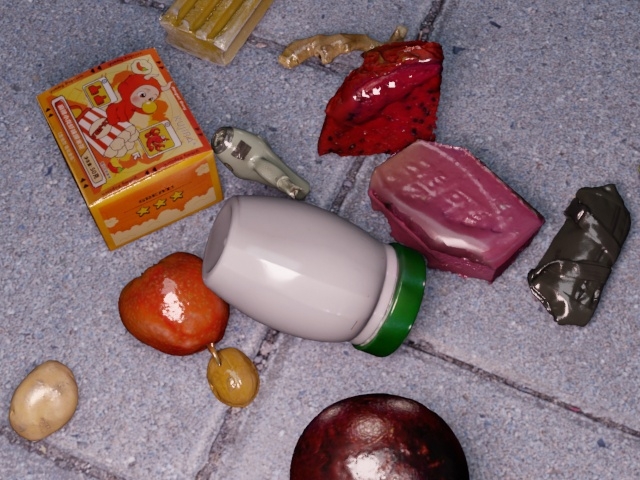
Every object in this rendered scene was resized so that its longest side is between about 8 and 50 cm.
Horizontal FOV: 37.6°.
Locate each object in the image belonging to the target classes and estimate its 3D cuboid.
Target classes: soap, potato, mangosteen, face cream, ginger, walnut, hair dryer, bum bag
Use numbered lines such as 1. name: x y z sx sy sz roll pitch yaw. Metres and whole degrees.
1. soap: -0.214 -0.531 2.090 0.173 0.089 0.274 25 66 14
2. potato: -0.490 0.286 1.674 0.112 0.112 0.147 24 70 12
3. mangosteen: 0.100 0.373 1.523 0.297 0.297 0.293 18 49 9
4. soap: 0.249 -0.064 1.829 0.220 0.127 0.325 -38 68 -19
5. face cream: -0.015 0.055 1.654 0.357 0.312 0.219 20 99 -16
6. ginger: 0.049 -0.420 2.040 0.288 0.075 0.089 -6 40 3
7. walnut: -0.160 0.245 1.717 0.091 0.052 0.121 -26 68 -15
8. hair dryer: -0.067 -0.110 1.791 0.267 0.229 0.092 38 96 35
9. bum bag: 0.503 0.016 1.809 0.142 0.079 0.326 26 66 10

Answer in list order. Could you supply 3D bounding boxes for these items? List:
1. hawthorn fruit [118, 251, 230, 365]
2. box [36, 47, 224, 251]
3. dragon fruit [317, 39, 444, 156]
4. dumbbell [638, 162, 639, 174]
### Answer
1. hawthorn fruit: -0.248 0.137 1.705 0.196 0.196 0.225 -39 83 -17
2. box: -0.370 -0.181 1.848 0.260 0.214 0.283 -25 65 -14
3. dragon fruit: 0.175 -0.298 1.876 0.240 0.330 0.302 34 65 -7
4. dumbbell: 0.757 -0.071 1.833 0.108 0.121 0.302 -43 66 11
